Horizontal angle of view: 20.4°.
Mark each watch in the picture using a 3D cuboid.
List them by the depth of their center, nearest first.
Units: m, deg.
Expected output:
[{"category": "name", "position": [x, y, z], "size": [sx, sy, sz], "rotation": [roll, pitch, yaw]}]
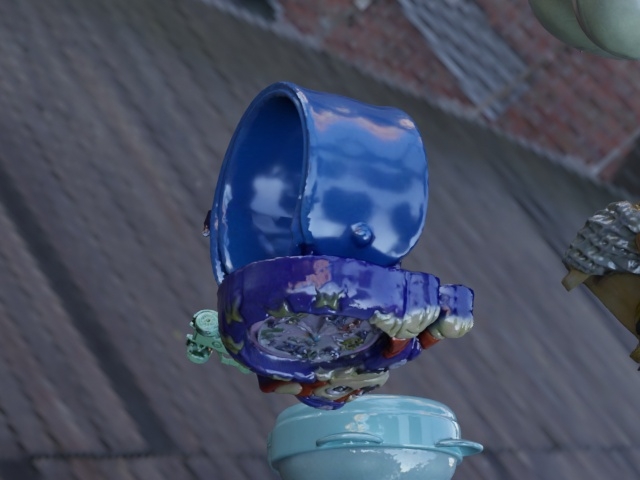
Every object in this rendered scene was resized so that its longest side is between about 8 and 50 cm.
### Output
[{"category": "watch", "position": [-0.001, -0.004, 1.277], "size": [0.171, 0.196, 0.200], "rotation": [15, 60, -34]}]

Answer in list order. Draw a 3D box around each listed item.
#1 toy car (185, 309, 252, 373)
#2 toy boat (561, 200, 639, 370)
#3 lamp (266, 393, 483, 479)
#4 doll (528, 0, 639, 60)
[{"category": "toy car", "position": [-0.082, 0.122, 2.034], "size": [0.143, 0.073, 0.054], "rotation": [19, 51, 0]}, {"category": "toy boat", "position": [0.364, -0.054, 1.418], "size": [0.136, 0.445, 0.162], "rotation": [48, 37, 2]}, {"category": "lamp", "position": [0.039, 0.231, 1.974], "size": [0.209, 0.147, 0.284], "rotation": [9, -1, -24]}, {"category": "doll", "position": [0.229, -0.191, 1.384], "size": [0.155, 0.113, 0.275], "rotation": [22, -2, -7]}]
